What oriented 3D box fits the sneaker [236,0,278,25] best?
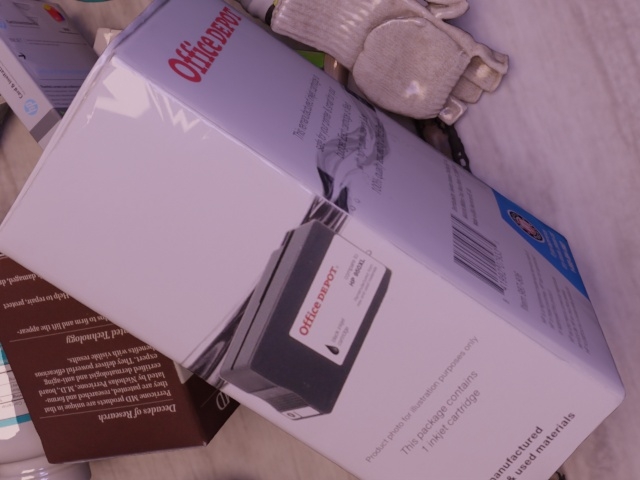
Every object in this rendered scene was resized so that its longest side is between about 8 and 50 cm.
[{"bbox_3d":[-0.003,-0.371,0.936,0.147,0.145,0.384,31,106,13],"label":"sneaker"}]

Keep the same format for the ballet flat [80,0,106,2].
[{"bbox_3d":[-0.024,-0.353,0.814,0.483,0.164,0.182,-26,69,25],"label":"ballet flat"}]

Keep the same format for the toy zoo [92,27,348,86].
[{"bbox_3d":[-0.123,-0.096,1.080,0.293,0.030,0.192,9,101,19],"label":"toy zoo"}]

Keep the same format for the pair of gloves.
[{"bbox_3d":[0.100,-0.212,0.920,0.204,0.042,0.240,30,111,-24],"label":"pair of gloves"}]

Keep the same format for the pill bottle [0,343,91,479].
[{"bbox_3d":[-0.297,0.117,1.114,0.146,0.146,0.264,-10,94,21],"label":"pill bottle"}]

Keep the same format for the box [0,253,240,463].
[{"bbox_3d":[-0.170,0.066,1.026,0.167,0.168,0.203,-12,106,24],"label":"box"}]

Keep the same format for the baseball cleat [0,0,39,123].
[{"bbox_3d":[-0.338,-0.151,1.110,0.072,0.109,0.205,30,105,19],"label":"baseball cleat"}]

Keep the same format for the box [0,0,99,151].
[{"bbox_3d":[-0.229,-0.136,1.019,0.038,0.145,0.186,-40,83,20],"label":"box"}]

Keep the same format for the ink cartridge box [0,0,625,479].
[{"bbox_3d":[0.000,0.000,0.849,0.395,0.285,0.166,34,110,-9],"label":"ink cartridge box"}]
